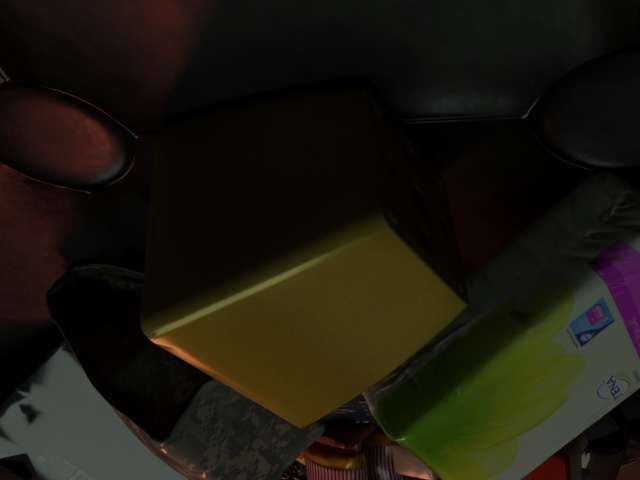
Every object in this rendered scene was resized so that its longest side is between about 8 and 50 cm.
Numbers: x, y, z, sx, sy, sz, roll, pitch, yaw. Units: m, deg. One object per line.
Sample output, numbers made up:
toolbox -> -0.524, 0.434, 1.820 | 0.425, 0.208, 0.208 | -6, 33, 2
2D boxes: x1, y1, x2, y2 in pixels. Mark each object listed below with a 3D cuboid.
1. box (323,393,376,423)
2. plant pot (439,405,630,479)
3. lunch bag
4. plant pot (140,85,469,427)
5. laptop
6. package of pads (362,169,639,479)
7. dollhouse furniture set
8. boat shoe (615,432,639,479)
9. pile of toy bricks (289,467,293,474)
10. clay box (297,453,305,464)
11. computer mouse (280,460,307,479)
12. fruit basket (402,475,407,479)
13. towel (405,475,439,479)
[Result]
box -> 0.063, 0.151, 1.002 | 0.156, 0.093, 0.158 | -5, 147, 16
plant pot -> 0.306, 0.296, 1.117 | 0.215, 0.215, 0.230 | 14, 134, -12
lunch bag -> -0.166, 0.150, 0.955 | 0.287, 0.169, 0.235 | 28, 159, 36
plant pot -> 0.000, 0.000, 0.682 | 0.187, 0.212, 0.212 | -24, 138, 24
laptop -> -0.332, 0.303, 1.297 | 0.382, 0.236, 0.408 | 40, 109, -20
package of pads -> 0.202, 0.106, 0.779 | 0.296, 0.101, 0.229 | -38, 137, 2
dollhouse furniture set -> 0.137, 0.324, 1.044 | 0.374, 0.201, 0.152 | 2, -165, 41
boat shoe -> 0.470, 0.389, 1.289 | 0.123, 0.116, 0.324 | 5, 148, 2
pile of toy bricks -> -0.102, 0.495, 1.572 | 0.212, 0.105, 0.118 | -7, 146, 20
clay box -> 0.042, 0.352, 1.367 | 0.127, 0.053, 0.222 | -12, 143, 28
computer mouse -> -0.131, 0.427, 1.481 | 0.272, 0.072, 0.188 | -9, 121, 12
fruit basket -> 0.172, 0.637, 1.510 | 0.392, 0.392, 0.283 | 3, 148, 5
towel -> 0.267, 0.410, 1.333 | 0.187, 0.049, 0.282 | 14, 172, -12
